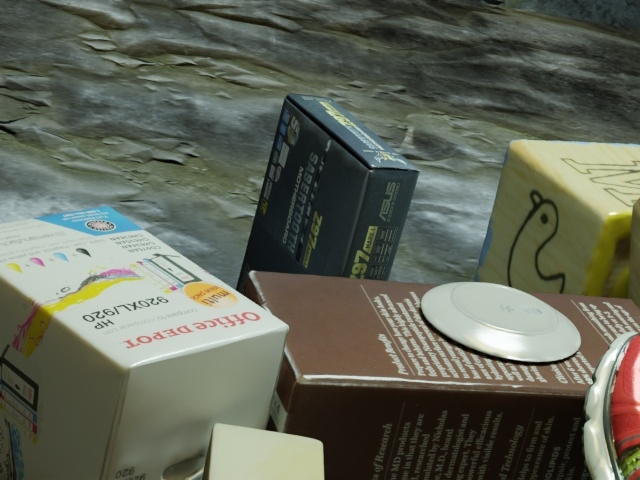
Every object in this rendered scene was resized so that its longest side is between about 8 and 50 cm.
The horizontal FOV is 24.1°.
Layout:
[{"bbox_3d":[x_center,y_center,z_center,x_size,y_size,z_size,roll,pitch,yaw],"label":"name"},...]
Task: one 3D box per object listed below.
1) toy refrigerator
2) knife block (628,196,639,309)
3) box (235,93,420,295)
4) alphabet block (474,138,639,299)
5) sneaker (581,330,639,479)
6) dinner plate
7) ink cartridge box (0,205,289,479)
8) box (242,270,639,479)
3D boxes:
[{"bbox_3d":[-0.042,0.240,1.017,0.094,0.102,0.269,10,22,-5],"label":"toy refrigerator"},{"bbox_3d":[0.399,0.096,1.391,0.088,0.275,0.242,-4,9,-35],"label":"knife block"},{"bbox_3d":[0.000,0.000,1.428,0.059,0.232,0.183,1,26,-30],"label":"box"},{"bbox_3d":[0.307,0.015,1.610,0.193,0.192,0.197,-1,25,-25],"label":"alphabet block"},{"bbox_3d":[0.266,0.185,1.118,0.118,0.107,0.279,-15,44,25],"label":"sneaker"},{"bbox_3d":[0.157,0.064,1.292,0.141,0.017,0.141,12,23,-5],"label":"dinner plate"},{"bbox_3d":[-0.173,0.102,1.184,0.233,0.168,0.171,31,28,36],"label":"ink cartridge box"},{"bbox_3d":[0.124,0.137,1.300,0.381,0.143,0.191,7,24,-18],"label":"box"}]
